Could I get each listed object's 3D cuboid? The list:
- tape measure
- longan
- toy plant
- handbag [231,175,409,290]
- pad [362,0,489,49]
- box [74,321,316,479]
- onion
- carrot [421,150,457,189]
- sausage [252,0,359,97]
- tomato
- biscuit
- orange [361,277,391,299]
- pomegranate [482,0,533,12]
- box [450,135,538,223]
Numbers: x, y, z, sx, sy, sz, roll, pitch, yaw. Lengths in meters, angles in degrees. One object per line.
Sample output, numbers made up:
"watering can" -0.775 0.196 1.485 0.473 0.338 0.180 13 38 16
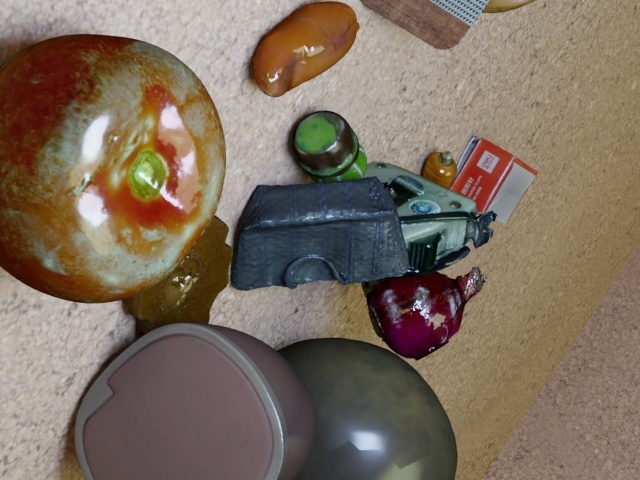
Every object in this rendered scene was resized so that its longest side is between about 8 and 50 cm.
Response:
"tape measure" 0.125 -0.029 1.717 0.207 0.235 0.115 -33 139 -42
"longan" 0.035 0.333 1.769 0.336 0.404 0.404 -51 151 -16
"toy plant" 0.017 -0.125 1.606 0.092 0.093 0.162 -57 156 -8
"handbag" 0.000 0.000 1.588 0.270 0.088 0.175 -4 131 -4
"pad" 0.109 -0.413 1.466 0.323 0.055 0.250 17 128 -26
"box" -0.154 0.263 1.490 0.301 0.301 0.216 -63 162 5
"onion" 0.178 0.116 1.742 0.198 0.135 0.173 -16 166 7
"carrot" 0.208 -0.076 2.022 0.061 0.061 0.256 -42 156 -31
"sausage" -0.024 -0.253 1.433 0.179 0.089 0.089 -40 146 -28
"tomato" -0.238 -0.076 1.091 0.270 0.223 0.270 -13 106 -49
"biscuit" -0.189 0.057 1.494 0.182 0.034 0.215 -46 152 -23
"orange" 0.121 0.047 1.890 0.156 0.134 0.156 -12 90 -81
"pomegranate" 0.251 -0.434 1.591 0.209 0.209 0.209 -40 146 -34
"box" 0.336 -0.116 2.139 0.133 0.099 0.182 -62 154 9
